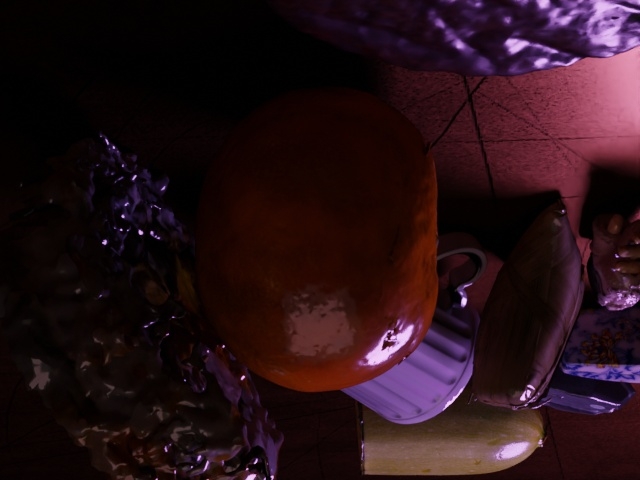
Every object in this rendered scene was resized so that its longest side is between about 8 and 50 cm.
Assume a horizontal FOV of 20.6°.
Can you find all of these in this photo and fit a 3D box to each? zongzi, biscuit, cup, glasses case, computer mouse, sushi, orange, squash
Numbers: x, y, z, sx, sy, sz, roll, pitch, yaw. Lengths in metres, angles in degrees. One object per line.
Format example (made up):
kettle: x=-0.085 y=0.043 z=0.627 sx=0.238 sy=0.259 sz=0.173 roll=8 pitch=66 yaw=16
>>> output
zongzi: x=0.223 y=0.071 z=1.876 sx=0.099 sy=0.194 sz=0.197 roll=17 pitch=153 yaw=12
biscuit: x=0.141 y=-0.250 z=1.317 sx=0.407 sy=0.091 sz=0.407 roll=-1 pitch=157 yaw=0
cup: x=0.065 y=0.069 z=1.938 sx=0.202 sy=0.221 sz=0.167 roll=31 pitch=175 yaw=-41
glasses case: x=0.402 y=0.122 z=2.072 sx=0.248 sy=0.087 sz=0.065 roll=-1 pitch=150 yaw=2
computer mouse: x=0.279 y=0.159 z=2.174 sx=0.231 sy=0.071 sz=0.126 roll=14 pitch=167 yaw=-4
sushi: x=-0.181 y=0.100 z=1.695 sx=0.175 sy=0.417 sz=0.417 roll=-26 pitch=149 yaw=5
orange: x=0.000 y=0.000 z=1.617 sx=0.226 sy=0.284 sz=0.284 roll=4 pitch=154 yaw=7
squash: x=0.167 y=0.235 z=2.261 sx=0.247 sy=0.133 sz=0.132 roll=-1 pitch=154 yaw=0

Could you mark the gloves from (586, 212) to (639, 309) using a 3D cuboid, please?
gloves: x=0.334 y=0.024 z=1.869 sx=0.094 sy=0.110 sz=0.144 roll=-2 pitch=-176 yaw=-12
